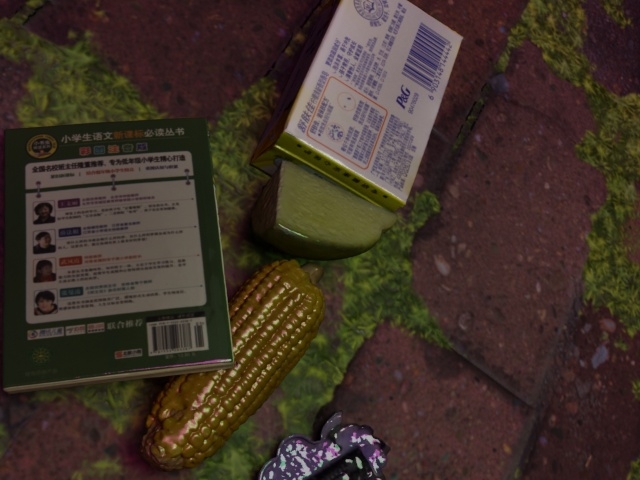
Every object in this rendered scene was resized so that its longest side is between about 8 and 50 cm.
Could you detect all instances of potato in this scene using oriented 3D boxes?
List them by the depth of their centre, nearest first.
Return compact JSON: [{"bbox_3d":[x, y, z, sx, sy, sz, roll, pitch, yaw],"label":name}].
[{"bbox_3d":[0.000,0.000,0.834,0.149,0.081,0.120,25,36,-14],"label":"potato"}]

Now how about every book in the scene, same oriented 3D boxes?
[{"bbox_3d":[-0.195,0.004,0.746,0.202,0.027,0.264,-6,66,-10],"label":"book"}]

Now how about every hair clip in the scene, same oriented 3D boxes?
[{"bbox_3d":[-0.001,0.252,0.792,0.195,0.052,0.124,-32,94,-36],"label":"hair clip"}]

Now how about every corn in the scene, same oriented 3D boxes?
[{"bbox_3d":[-0.080,0.116,0.776,0.097,0.097,0.262,44,62,-6],"label":"corn"}]

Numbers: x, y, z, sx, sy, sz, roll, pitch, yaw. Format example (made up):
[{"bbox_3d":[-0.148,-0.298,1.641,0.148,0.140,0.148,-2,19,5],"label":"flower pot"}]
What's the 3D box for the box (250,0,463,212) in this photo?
[{"bbox_3d":[0.048,-0.170,0.933,0.168,0.097,0.265,27,62,-15],"label":"box"}]
